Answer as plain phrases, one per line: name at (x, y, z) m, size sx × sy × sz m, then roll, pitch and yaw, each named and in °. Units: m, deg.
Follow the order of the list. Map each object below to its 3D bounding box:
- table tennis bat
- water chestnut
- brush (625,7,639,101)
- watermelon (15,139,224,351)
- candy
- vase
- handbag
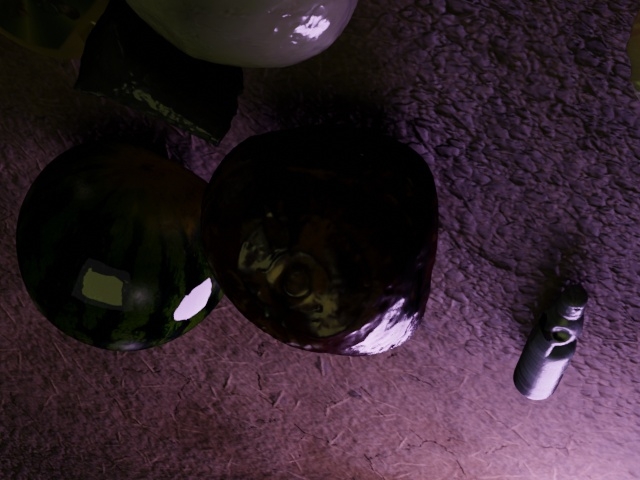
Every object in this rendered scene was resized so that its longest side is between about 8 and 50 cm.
table tennis bat at (-0.272, -0.254, 2.184) m, size 0.321 × 0.050 × 0.198 m, roll 38°, pitch 141°, yaw -13°
water chestnut at (0.000, 0.000, 2.185) m, size 0.289 × 0.289 × 0.244 m, roll 21°, pitch 150°, yaw 3°
brush at (0.430, -0.160, 1.824) m, size 0.266 × 0.174 × 0.166 m, roll 26°, pitch 164°, yaw -37°
watermelon at (-0.233, 0.009, 2.333) m, size 0.269 × 0.269 × 0.269 m, roll 15°, pitch 144°, yaw 11°
candy at (-0.096, -0.279, 1.924) m, size 0.295 × 0.185 × 0.295 m, roll 12°, pitch 144°, yaw 9°
vase at (0.283, 0.117, 2.347) m, size 0.060 × 0.060 × 0.211 m, roll 20°, pitch 144°, yaw 4°
handbag at (-0.159, -0.184, 2.044) m, size 0.175 × 0.270 × 0.089 m, roll 29°, pitch 111°, yaw -11°
